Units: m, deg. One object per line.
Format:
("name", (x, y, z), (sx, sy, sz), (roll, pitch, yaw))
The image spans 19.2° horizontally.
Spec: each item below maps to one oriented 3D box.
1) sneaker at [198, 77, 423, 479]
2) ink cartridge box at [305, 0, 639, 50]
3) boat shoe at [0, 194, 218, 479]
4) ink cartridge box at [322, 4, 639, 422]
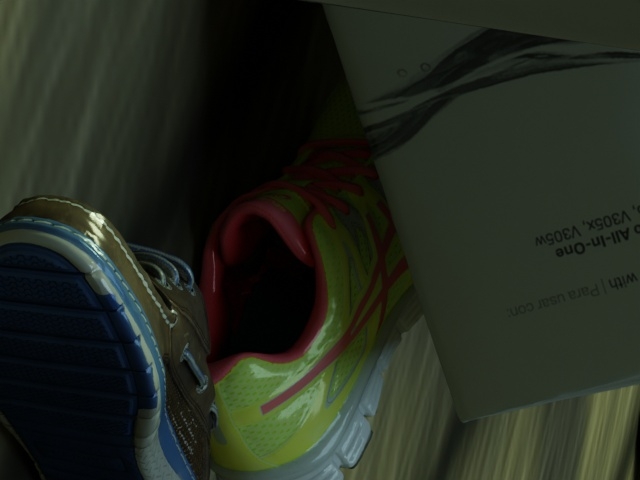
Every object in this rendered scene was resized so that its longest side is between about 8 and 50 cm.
("sneaker", (0.000, 0.000, 0.754), (0.094, 0.081, 0.208), (57, 41, -44))
("ink cartridge box", (0.041, -0.224, 0.517), (0.395, 0.270, 0.151), (-56, 150, -47))
("boat shoe", (-0.072, 0.036, 0.623), (0.183, 0.066, 0.066), (84, 20, -54))
("ink cartridge box", (0.095, -0.093, 0.754), (0.211, 0.122, 0.289), (-18, 91, -65))
